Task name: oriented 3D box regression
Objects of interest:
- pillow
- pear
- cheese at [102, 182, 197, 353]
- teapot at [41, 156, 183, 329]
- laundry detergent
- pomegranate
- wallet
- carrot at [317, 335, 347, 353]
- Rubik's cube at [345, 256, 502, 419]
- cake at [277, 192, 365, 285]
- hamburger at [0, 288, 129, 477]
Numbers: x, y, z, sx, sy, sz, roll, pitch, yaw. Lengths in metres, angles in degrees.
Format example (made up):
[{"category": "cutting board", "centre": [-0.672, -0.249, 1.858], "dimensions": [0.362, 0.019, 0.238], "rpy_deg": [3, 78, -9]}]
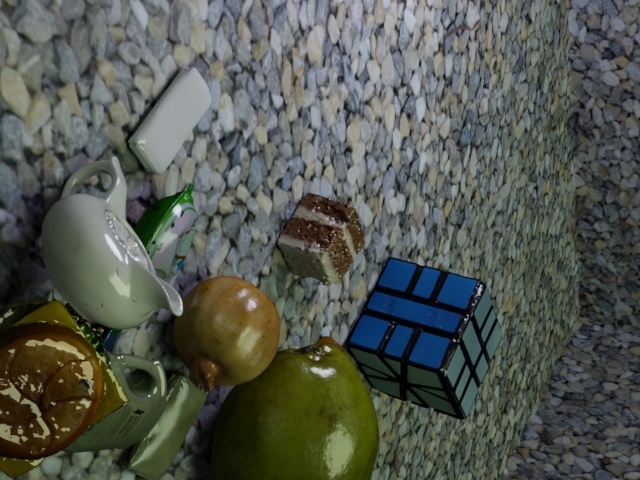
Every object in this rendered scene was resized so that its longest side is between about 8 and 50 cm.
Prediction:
[{"category": "pillow", "centre": [-0.280, 0.342, 1.722], "dimensions": [0.208, 0.053, 0.119], "rpy_deg": [-61, 145, -17]}, {"category": "pear", "centre": [-0.045, 0.411, 1.893], "dimensions": [0.352, 0.351, 0.414], "rpy_deg": [-16, 126, -56]}, {"category": "cheese", "centre": [-0.284, 0.050, 1.533], "dimensions": [0.321, 0.083, 0.204], "rpy_deg": [-64, 179, 0]}, {"category": "teapot", "centre": [-0.308, 0.008, 1.341], "dimensions": [0.208, 0.165, 0.300], "rpy_deg": [33, 32, -58]}, {"category": "laundry detergent", "centre": [-0.336, 0.265, 1.529], "dimensions": [0.181, 0.091, 0.253], "rpy_deg": [-56, 151, 3]}, {"category": "pomegranate", "centre": [-0.172, 0.163, 1.700], "dimensions": [0.207, 0.207, 0.207], "rpy_deg": [-32, 129, -50]}, {"category": "wallet", "centre": [-0.247, -0.202, 1.561], "dimensions": [0.190, 0.033, 0.095], "rpy_deg": [-59, 148, -26]}, {"category": "carrot", "centre": [0.038, 0.268, 2.238], "dimensions": [0.139, 0.048, 0.048], "rpy_deg": [44, 65, -59]}, {"category": "Rubik's cube", "centre": [0.274, 0.251, 2.397], "dimensions": [0.284, 0.288, 0.293], "rpy_deg": [-63, 150, -22]}, {"category": "cake", "centre": [0.000, 0.000, 1.975], "dimensions": [0.147, 0.135, 0.135], "rpy_deg": [-51, 143, -28]}, {"category": "hamburger", "centre": [-0.417, 0.200, 1.318], "dimensions": [0.261, 0.138, 0.243], "rpy_deg": [-34, 118, -20]}]
